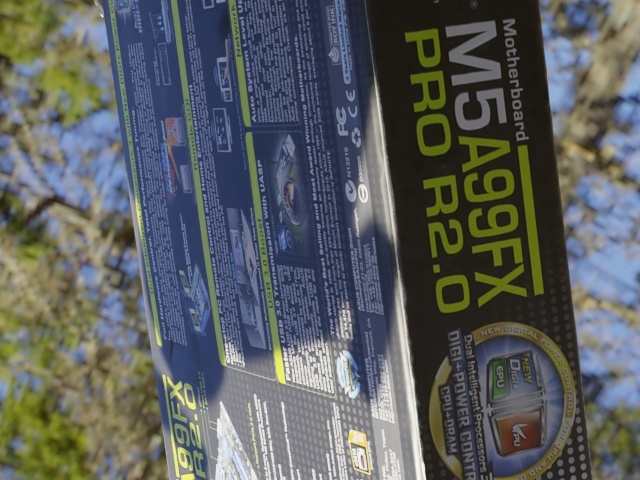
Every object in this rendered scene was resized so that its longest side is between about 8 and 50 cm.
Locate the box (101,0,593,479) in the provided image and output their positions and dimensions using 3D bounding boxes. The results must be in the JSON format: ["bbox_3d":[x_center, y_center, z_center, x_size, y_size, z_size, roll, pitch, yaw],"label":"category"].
[{"bbox_3d":[0.000,0.000,0.588,0.060,0.270,0.216,-10,-173,-24],"label":"box"}]

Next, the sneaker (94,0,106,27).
[{"bbox_3d":[-0.105,-0.286,1.006,0.146,0.344,0.134,-21,-134,-6],"label":"sneaker"}]
